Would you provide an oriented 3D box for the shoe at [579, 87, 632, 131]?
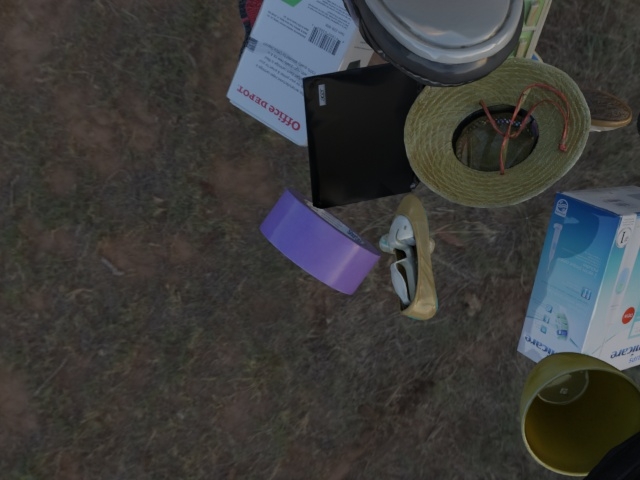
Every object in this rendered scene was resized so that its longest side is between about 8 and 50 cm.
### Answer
[{"bbox_3d":[0.466,-0.244,1.328,0.219,0.058,0.076,12,66,14],"label":"shoe"}]

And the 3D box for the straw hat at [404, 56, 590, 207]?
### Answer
[{"bbox_3d":[0.145,-0.078,0.585,0.145,0.061,0.144,-5,69,13],"label":"straw hat"}]

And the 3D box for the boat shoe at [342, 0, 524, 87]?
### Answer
[{"bbox_3d":[0.074,-0.200,0.553,0.112,0.095,0.335,-14,45,0],"label":"boat shoe"}]

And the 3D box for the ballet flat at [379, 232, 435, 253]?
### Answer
[{"bbox_3d":[0.200,0.018,1.540,0.052,0.168,0.057,26,108,50],"label":"ballet flat"}]

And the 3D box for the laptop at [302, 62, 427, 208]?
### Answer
[{"bbox_3d":[0.096,-0.197,1.051,0.137,0.264,0.234,16,138,18],"label":"laptop"}]

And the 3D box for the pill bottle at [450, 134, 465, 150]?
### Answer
[{"bbox_3d":[0.212,-0.175,1.402,0.123,0.219,0.122,0,94,-1],"label":"pill bottle"}]

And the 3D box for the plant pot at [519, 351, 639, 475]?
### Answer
[{"bbox_3d":[0.281,0.178,0.791,0.134,0.095,0.134,0,109,1],"label":"plant pot"}]

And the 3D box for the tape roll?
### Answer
[{"bbox_3d":[0.000,0.000,1.147,0.189,0.189,0.080,37,97,12],"label":"tape roll"}]

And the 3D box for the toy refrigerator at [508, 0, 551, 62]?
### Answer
[{"bbox_3d":[0.288,-0.343,1.117,0.102,0.269,0.094,-6,72,3],"label":"toy refrigerator"}]

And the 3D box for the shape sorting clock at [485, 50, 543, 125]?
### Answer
[{"bbox_3d":[0.365,-0.321,1.445,0.206,0.040,0.206,26,143,22],"label":"shape sorting clock"}]

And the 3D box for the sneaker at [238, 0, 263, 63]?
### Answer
[{"bbox_3d":[-0.123,-0.459,1.667,0.104,0.125,0.261,-6,77,19],"label":"sneaker"}]

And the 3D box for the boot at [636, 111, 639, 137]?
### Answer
[{"bbox_3d":[0.745,-0.292,1.408,0.161,0.246,0.083,-3,56,4],"label":"boot"}]

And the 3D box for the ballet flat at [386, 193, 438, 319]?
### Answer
[{"bbox_3d":[0.155,0.024,1.240,0.080,0.073,0.232,-34,59,53],"label":"ballet flat"}]

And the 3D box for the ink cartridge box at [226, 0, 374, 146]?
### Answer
[{"bbox_3d":[-0.029,-0.359,1.382,0.211,0.122,0.289,35,114,18],"label":"ink cartridge box"}]

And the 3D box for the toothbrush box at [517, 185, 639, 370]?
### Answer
[{"bbox_3d":[0.475,0.069,1.181,0.126,0.217,0.295,35,122,50],"label":"toothbrush box"}]

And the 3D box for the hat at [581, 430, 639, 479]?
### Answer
[{"bbox_3d":[0.339,0.237,0.576,0.331,0.331,0.133,-30,82,15],"label":"hat"}]
